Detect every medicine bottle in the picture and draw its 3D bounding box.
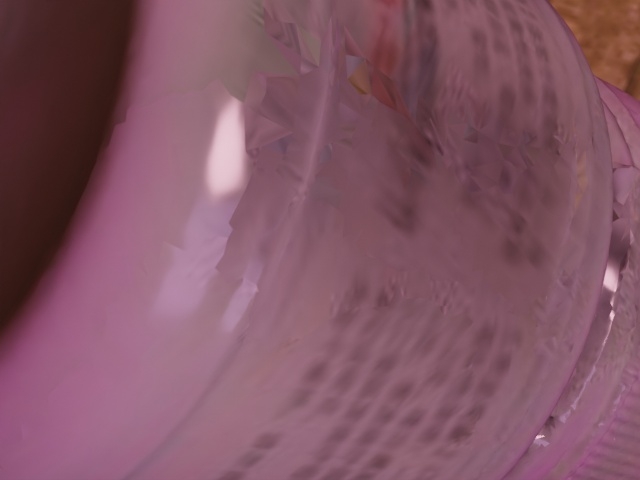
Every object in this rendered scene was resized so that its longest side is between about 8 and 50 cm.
[{"bbox_3d":[0.000,0.000,0.547,0.302,0.241,0.241,20,105,-39],"label":"medicine bottle"}]
